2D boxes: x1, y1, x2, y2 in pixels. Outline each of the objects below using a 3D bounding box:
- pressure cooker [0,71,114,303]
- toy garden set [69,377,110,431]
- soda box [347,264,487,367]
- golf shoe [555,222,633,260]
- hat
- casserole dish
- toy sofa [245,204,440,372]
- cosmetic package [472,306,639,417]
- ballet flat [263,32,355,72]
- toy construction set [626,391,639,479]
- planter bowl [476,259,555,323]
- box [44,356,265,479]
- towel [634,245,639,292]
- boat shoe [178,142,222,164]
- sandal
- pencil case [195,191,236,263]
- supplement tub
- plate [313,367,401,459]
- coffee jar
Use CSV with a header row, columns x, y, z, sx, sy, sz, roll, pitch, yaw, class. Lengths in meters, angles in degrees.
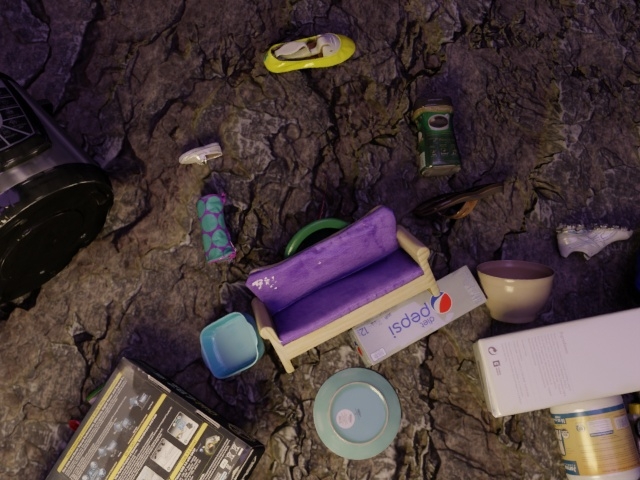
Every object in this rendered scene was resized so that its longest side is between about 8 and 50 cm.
x,y,z,sx,sy,sz,roll,pitch,yaw,class
-0.669,-0.127,1.188,0.420,0.370,0.375,45,93,8,pressure cooker
-0.393,0.404,1.236,0.204,0.049,0.244,-41,82,-13,toy garden set
0.204,0.164,1.323,0.286,0.098,0.091,-27,79,-11,soda box
0.629,0.003,1.428,0.176,0.069,0.086,-1,96,-2,golf shoe
0.000,0.000,1.387,0.208,0.183,0.173,-41,114,3,hat
-0.177,0.212,1.261,0.037,0.188,0.114,-11,74,-49,casserole dish
0.039,0.090,1.246,0.362,0.150,0.177,-26,114,-3,toy sofa
0.511,0.236,1.228,0.384,0.217,0.156,-12,76,10,cosmetic package
-0.022,-0.452,1.472,0.230,0.077,0.077,-14,77,-8,ballet flat
0.755,0.422,1.286,0.214,0.151,0.328,-5,65,-6,toy construction set
0.419,0.114,1.335,0.162,0.162,0.109,-3,102,-6,planter bowl
-0.335,0.463,1.124,0.318,0.097,0.395,28,81,18,box
0.802,0.059,1.340,0.227,0.076,0.308,36,45,5,towel
-0.271,-0.190,1.408,0.100,0.035,0.035,-22,76,-16,boat shoe
0.322,-0.083,1.415,0.219,0.090,0.060,-16,99,-16,sandal
-0.227,-0.025,1.352,0.070,0.064,0.152,-16,78,8,pencil case
0.564,0.419,1.263,0.144,0.144,0.200,-9,76,-7,supplement tub
0.079,0.362,1.300,0.188,0.024,0.188,1,76,-5,plate
0.270,-0.245,1.442,0.096,0.079,0.185,-4,77,-3,coffee jar
